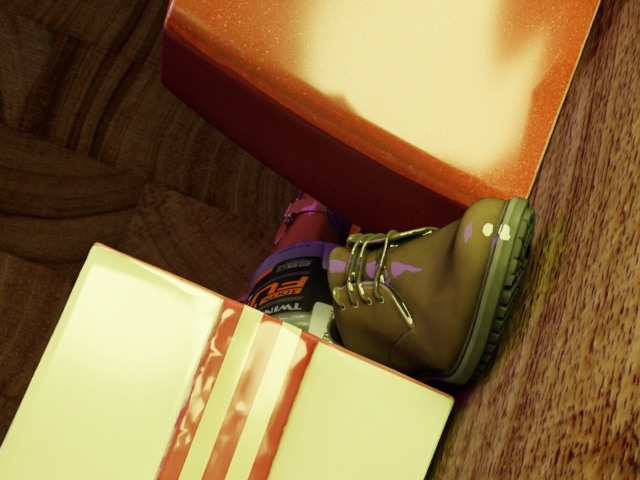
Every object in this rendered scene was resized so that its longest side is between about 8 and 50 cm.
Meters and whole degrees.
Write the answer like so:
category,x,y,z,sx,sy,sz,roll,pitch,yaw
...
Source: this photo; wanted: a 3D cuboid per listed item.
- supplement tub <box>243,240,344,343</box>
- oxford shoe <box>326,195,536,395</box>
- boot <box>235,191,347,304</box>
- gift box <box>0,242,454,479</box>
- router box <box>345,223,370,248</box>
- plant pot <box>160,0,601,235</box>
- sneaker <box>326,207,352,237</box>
category,x,y,z,sx,sy,sz,roll,pitch,yaw
supplement tub,-0.010,0.086,1.213,0.190,0.117,0.117,-79,11,-68
oxford shoe,0.050,0.030,0.858,0.227,0.096,0.083,123,170,-63
boot,0.000,0.000,1.794,0.283,0.109,0.220,83,-149,-83
gift box,-0.092,0.169,0.899,0.276,0.255,0.258,101,-169,-76
router box,0.065,-0.034,1.338,0.179,0.046,0.133,116,174,-46
plant pot,0.035,-0.157,1.033,0.267,0.235,0.267,140,151,-81
sneaker,0.061,-0.101,1.526,0.106,0.078,0.234,-73,7,-71
